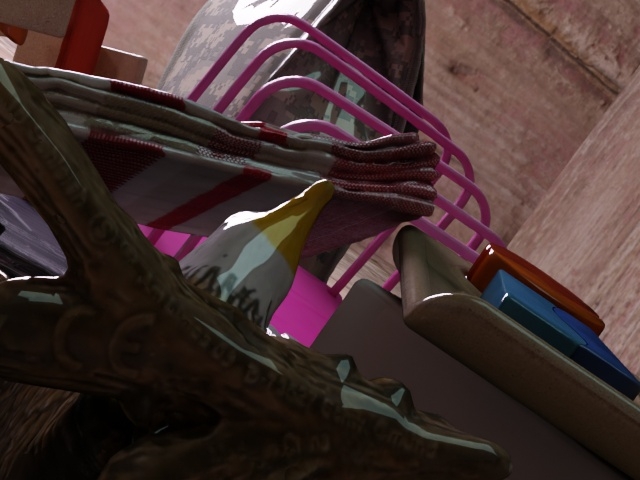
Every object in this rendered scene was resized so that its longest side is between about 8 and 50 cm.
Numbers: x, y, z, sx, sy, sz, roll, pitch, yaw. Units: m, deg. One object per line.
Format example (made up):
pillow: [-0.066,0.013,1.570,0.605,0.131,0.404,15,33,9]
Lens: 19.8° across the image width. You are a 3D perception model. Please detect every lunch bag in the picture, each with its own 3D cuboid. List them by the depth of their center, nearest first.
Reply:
lunch bag: [-0.036,-0.111,1.567,0.169,0.287,0.235,33,-11,-27]

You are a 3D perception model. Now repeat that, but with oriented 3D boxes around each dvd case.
dvd case: [-0.221,-0.021,1.188,0.164,0.018,0.221,32,6,-36]

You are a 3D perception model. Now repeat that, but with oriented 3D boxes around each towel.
towel: [-0.129,-0.048,0.883,0.329,0.037,0.237,12,-10,-15]

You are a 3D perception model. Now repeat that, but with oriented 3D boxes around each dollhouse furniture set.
dollhouse furniture set: [-0.172,-0.159,1.347,0.135,0.259,0.262,15,-5,6]

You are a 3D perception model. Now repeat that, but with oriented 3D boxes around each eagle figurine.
eagle figurine: [-0.075,0.062,0.570,0.298,0.225,0.226,-21,-96,60]

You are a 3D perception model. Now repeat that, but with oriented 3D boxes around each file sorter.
file sorter: [0.000,0.000,1.199,0.202,0.182,0.290,34,17,-21]

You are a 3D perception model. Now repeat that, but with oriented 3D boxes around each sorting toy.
sorting toy: [0.165,0.089,0.748,0.307,0.041,0.229,34,4,-4]

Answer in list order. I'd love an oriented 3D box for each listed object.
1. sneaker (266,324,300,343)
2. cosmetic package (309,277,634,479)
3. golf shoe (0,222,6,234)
sneaker: [-0.016,0.103,1.025,0.215,0.083,0.084,32,5,-19]
cosmetic package: [0.124,0.171,0.868,0.197,0.155,0.365,37,5,34]
golf shoe: [-0.235,-0.022,0.791,0.094,0.077,0.198,19,-13,45]
